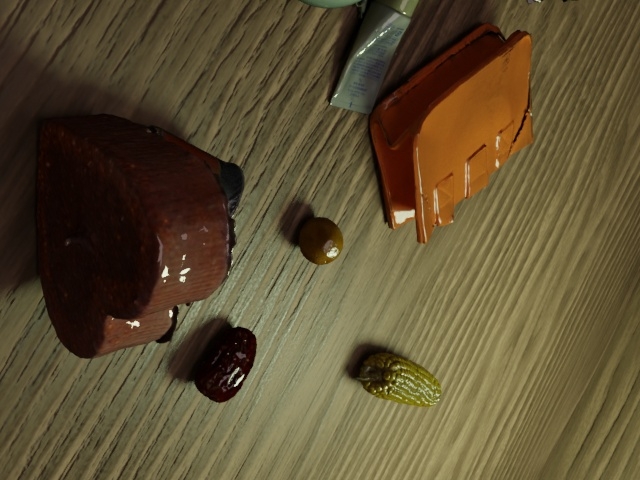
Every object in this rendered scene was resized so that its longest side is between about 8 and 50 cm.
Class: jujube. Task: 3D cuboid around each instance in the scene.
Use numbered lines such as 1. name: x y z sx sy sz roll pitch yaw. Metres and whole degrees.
1. jujube: -0.150 0.201 1.165 0.129 0.077 0.077 -60 142 -22

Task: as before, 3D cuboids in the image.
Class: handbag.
1. handbag: 0.275 -0.221 1.413 0.410 0.116 0.304 -40 137 -28

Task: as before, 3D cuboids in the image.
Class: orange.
1. orange: 0.000 0.000 1.235 0.085 0.085 0.085 -24 125 -40

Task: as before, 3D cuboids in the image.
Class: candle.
1. candle: -0.245 -0.021 0.814 0.131 0.317 0.287 -11 76 -42

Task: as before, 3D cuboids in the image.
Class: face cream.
1. face cream: 0.091 -0.324 1.200 0.114 0.070 0.224 2 119 -49

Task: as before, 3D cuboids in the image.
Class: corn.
1. corn: 0.185 0.312 1.580 0.310 0.101 0.102 27 87 -49

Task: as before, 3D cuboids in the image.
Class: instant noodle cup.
1. instant noodle cup: -0.190 -0.082 0.951 0.135 0.127 0.127 34 82 -42

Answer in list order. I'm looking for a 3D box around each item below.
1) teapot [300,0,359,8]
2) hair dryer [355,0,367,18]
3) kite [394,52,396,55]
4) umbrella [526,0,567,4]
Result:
1. teapot: 0.021 -0.412 0.971 0.294 0.129 0.193 14 118 -28
2. hair dryer: 0.097 -0.480 1.134 0.167 0.067 0.199 -51 150 -27
3. kite: 0.134 -0.445 1.218 0.125 0.008 0.222 17 95 -51
4. umbrella: 0.488 -0.551 1.507 0.326 0.094 0.090 -17 106 -44
